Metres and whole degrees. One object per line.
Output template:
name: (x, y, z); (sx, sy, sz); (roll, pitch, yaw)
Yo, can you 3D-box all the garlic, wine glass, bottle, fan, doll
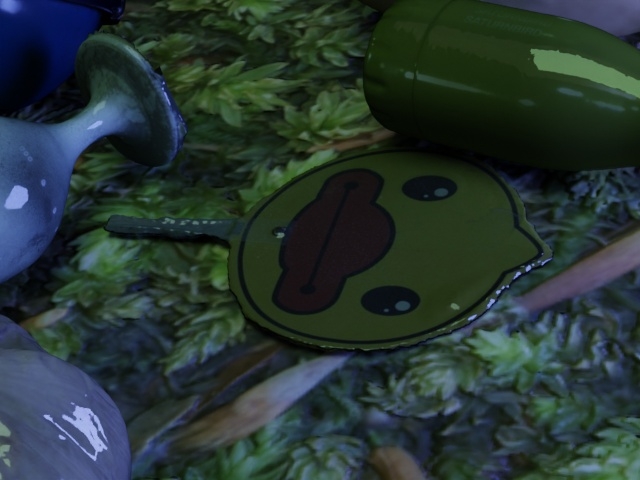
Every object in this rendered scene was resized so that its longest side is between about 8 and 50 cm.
garlic: (-0.217, 0.108, 0.981); (0.219, 0.212, 0.218); (-2, 42, 2)
wine glass: (-0.223, -0.049, 1.250); (0.126, 0.126, 0.241); (25, 47, 36)
bottle: (0.164, -0.108, 1.244); (0.260, 0.112, 0.112); (16, 45, 30)
fan: (0.000, -0.001, 1.228); (0.335, 0.011, 0.229); (3, 40, 16)
doll: (-0.318, -0.221, 1.410); (0.310, 0.240, 0.284); (3, -2, 39)

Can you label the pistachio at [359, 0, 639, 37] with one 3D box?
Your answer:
pistachio: (0.157, -0.249, 1.371); (0.318, 0.214, 0.193); (4, 73, 28)
